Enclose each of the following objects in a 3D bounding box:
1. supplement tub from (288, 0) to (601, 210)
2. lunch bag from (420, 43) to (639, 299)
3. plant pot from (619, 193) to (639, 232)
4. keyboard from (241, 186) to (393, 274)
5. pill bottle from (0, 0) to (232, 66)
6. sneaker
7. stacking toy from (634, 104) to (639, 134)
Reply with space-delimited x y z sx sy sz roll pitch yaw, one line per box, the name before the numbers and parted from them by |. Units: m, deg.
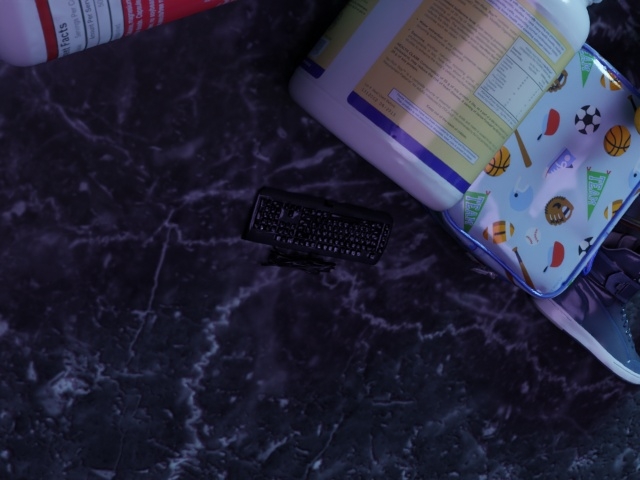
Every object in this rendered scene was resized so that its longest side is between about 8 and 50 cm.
supplement tub | 0.149 -0.226 1.608 0.241 0.241 0.331 36 96 -31
lunch bag | 0.280 -0.084 1.773 0.243 0.115 0.303 38 89 -22
plant pot | 0.482 -0.074 1.868 0.167 0.167 0.165 25 94 -29
keyboard | 0.000 0.000 1.764 0.192 0.038 0.100 11 108 -25
pill bottle | -0.240 -0.309 1.418 0.408 0.229 0.229 -20 118 -13
sneaker | 0.414 0.089 1.945 0.163 0.086 0.226 -47 120 6
stacking toy | 0.482 -0.223 1.743 0.302 0.166 0.175 -43 121 -24
